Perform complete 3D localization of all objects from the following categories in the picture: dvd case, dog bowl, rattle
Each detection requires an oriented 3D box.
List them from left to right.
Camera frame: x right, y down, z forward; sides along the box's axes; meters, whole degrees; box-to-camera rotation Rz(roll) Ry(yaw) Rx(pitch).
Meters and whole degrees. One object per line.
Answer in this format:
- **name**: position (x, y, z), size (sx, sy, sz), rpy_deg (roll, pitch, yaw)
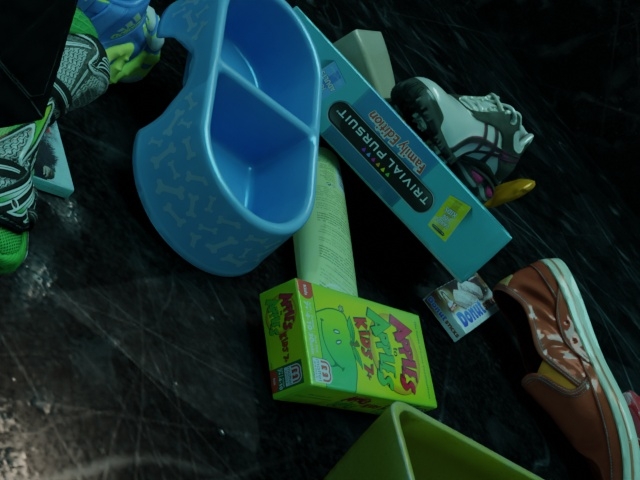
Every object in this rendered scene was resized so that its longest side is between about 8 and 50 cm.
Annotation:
- **dvd case**: position (-0.238, -0.090, 0.712), size (0.087, 0.013, 0.119), rpy_deg (22, 34, -46)
- **dog bowl**: position (-0.071, -0.114, 0.845), size (0.166, 0.074, 0.297), rpy_deg (33, 46, -38)
- **rattle**: position (0.182, -0.115, 1.328), size (0.130, 0.143, 0.199), rpy_deg (-8, 64, -41)

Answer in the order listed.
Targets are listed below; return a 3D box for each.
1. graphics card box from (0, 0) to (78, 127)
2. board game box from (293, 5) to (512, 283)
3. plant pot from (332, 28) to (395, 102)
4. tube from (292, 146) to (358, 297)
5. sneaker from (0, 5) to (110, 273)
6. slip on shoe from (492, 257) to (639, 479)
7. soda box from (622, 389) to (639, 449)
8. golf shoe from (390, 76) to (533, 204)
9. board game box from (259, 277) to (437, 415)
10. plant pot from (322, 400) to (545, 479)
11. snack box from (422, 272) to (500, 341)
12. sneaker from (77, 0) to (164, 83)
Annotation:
- **graphics card box**: position (-0.316, -0.168, 0.411), size (0.371, 0.094, 0.233), rpy_deg (37, 31, 17)
- **board game box**: position (0.065, -0.114, 1.105), size (0.336, 0.079, 0.254), rpy_deg (46, 6, -5)
- **plant pot**: position (0.045, -0.222, 1.297), size (0.096, 0.109, 0.109), rpy_deg (63, 24, 2)
- **tube**: position (0.000, 0.000, 0.938), size (0.070, 0.062, 0.240), rpy_deg (3, 43, -11)
- **sneaker**: position (-0.224, -0.047, 0.560), size (0.146, 0.134, 0.343), rpy_deg (51, 32, -12)
- **slip on shoe**: position (0.297, 0.179, 1.132), size (0.123, 0.101, 0.331), rpy_deg (87, -12, -64)
- **soda box**: position (0.408, 0.312, 1.126), size (0.092, 0.083, 0.263), rpy_deg (35, 28, -29)
- **golf shoe**: position (0.175, -0.146, 1.148), size (0.105, 0.120, 0.273), rpy_deg (52, 9, 30)
- **board game box**: position (0.028, 0.099, 0.816), size (0.181, 0.043, 0.092), rpy_deg (20, 53, -48)
- **plant pot**: position (0.061, 0.251, 0.490), size (0.212, 0.187, 0.212), rpy_deg (33, 28, -33)
- **snack box**: position (0.180, 0.078, 1.163), size (0.064, 0.022, 0.178), rpy_deg (54, 24, 9)
- **sneaker**: position (-0.178, -0.207, 0.852), size (0.091, 0.126, 0.240), rpy_deg (45, 24, -8)
